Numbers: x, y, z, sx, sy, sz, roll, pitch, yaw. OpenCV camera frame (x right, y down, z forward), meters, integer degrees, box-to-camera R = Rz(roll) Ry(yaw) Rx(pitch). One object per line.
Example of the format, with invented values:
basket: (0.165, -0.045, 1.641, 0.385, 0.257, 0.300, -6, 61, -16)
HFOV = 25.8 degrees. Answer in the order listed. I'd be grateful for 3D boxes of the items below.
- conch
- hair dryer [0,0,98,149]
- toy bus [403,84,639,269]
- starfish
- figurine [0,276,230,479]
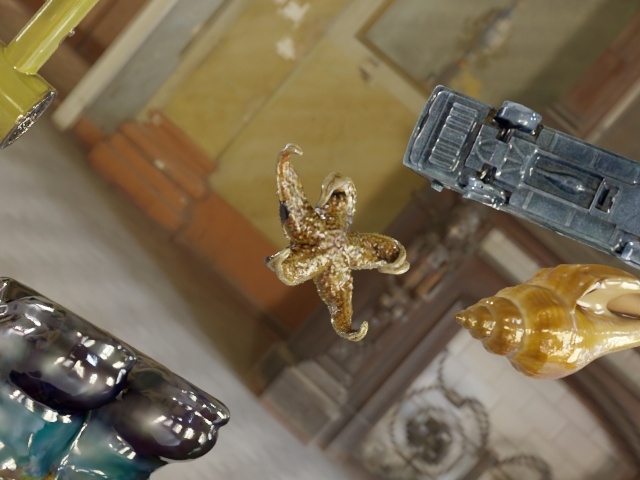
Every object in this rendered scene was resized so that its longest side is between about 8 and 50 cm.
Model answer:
conch: (0.251, 0.073, 1.316, 0.330, 0.109, 0.093, 1, 7, -38)
hair dryer: (-0.306, -0.243, 1.529, 0.135, 0.279, 0.090, 45, 15, -3)
toy bus: (0.122, -0.019, 0.629, 0.166, 0.047, 0.065, 24, 0, 21)
starfish: (0.000, -0.001, 1.357, 0.190, 0.146, 0.074, 54, -32, -15)
figurine: (-0.178, 0.181, 0.588, 0.204, 0.332, 0.185, 2, -24, 43)
